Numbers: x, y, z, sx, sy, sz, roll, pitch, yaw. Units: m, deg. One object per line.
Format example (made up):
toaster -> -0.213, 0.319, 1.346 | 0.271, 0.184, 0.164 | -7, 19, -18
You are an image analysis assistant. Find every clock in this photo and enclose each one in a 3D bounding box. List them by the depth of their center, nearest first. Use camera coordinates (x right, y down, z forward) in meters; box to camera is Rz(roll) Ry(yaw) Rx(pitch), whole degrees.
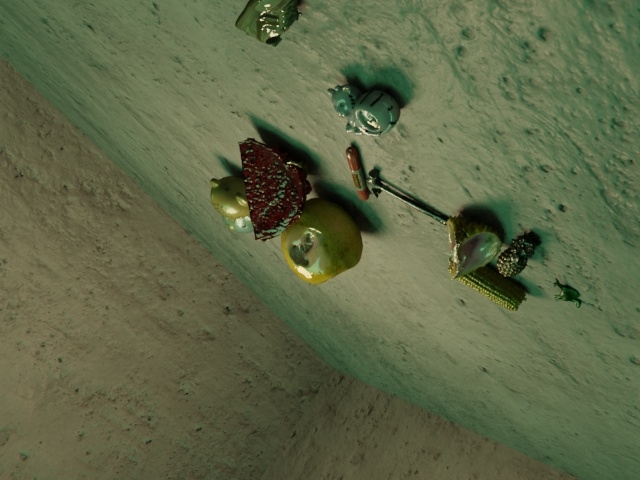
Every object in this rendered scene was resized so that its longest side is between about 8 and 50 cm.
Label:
clock -> 0.093, -0.295, 1.473 | 0.176, 0.080, 0.117 | 14, 151, 54

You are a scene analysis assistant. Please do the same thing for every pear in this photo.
pear -> 0.000, 0.000, 2.117 | 0.271, 0.271, 0.271 | 32, 162, 12

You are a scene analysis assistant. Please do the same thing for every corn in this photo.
corn -> 0.453, 0.112, 1.839 | 0.238, 0.080, 0.080 | 34, 162, 5

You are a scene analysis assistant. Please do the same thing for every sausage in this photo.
sausage -> 0.102, -0.178, 1.830 | 0.034, 0.034, 0.253 | 27, 161, 27

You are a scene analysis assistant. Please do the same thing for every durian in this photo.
durian -> 0.368, 0.012, 1.665 | 0.165, 0.132, 0.182 | 4, 141, 46

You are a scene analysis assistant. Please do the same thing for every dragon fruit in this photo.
dragon fruit -> -0.108, -0.166, 2.038 | 0.204, 0.152, 0.317 | 0, 105, 27

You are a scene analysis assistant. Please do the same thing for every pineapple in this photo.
pineapple -> 0.479, 0.032, 1.619 | 0.074, 0.074, 0.159 | 33, 154, 10

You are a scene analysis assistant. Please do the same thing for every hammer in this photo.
hammer -> 0.232, -0.103, 1.791 | 0.246, 0.029, 0.103 | 31, 161, 12

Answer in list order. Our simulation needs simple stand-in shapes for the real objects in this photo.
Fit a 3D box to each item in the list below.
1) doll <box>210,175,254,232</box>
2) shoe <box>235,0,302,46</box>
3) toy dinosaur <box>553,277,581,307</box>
doll -> -0.309, -0.138, 2.487 | 0.177, 0.162, 0.261 | 32, 164, 18
shoe -> -0.088, -0.467, 1.349 | 0.098, 0.103, 0.275 | 39, 168, -14
toy dinosaur -> 0.615, 0.126, 1.680 | 0.060, 0.029, 0.120 | 0, 137, 37
